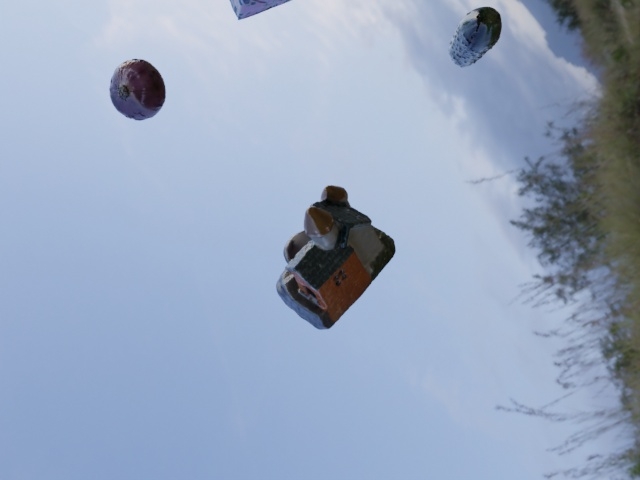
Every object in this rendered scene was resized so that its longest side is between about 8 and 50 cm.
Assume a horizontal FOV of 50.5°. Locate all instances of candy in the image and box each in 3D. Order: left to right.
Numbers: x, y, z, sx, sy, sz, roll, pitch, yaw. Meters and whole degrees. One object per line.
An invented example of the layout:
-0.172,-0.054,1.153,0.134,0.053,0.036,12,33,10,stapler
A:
-0.108,-0.523,1.387,0.160,0.092,0.073,-27,-101,-18,candy

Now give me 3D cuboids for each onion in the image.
-0.345,-0.287,1.293,0.115,0.115,0.104,49,-145,-3,onion

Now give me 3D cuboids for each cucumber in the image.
0.250,-0.331,1.124,0.069,0.069,0.227,51,180,0,cucumber

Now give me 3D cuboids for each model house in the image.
0.000,0.000,1.461,0.190,0.271,0.301,34,163,34,model house
